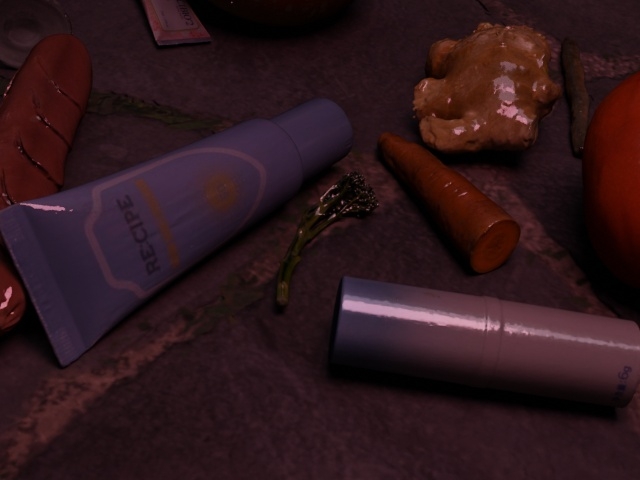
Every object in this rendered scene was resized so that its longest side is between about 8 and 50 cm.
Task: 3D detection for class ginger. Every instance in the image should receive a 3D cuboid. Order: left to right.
[{"bbox_3d":[0.183,-0.170,1.253,0.157,0.102,0.216,-10,42,18],"label":"ginger"}]

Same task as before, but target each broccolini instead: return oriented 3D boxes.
[{"bbox_3d":[-0.006,0.000,1.074,0.052,0.054,0.194,-2,38,35],"label":"broccolini"}]

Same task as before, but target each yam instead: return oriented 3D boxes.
[{"bbox_3d":[0.298,-0.169,1.335,0.027,0.029,0.234,-24,33,25],"label":"yam"}]

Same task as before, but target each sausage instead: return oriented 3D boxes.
[{"bbox_3d":[-0.271,-0.063,1.049,0.088,0.088,0.433,6,40,-5],"label":"sausage"}]

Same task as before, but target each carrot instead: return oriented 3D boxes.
[{"bbox_3d":[0.115,-0.052,1.141,0.061,0.061,0.209,-14,42,-26],"label":"carrot"}]

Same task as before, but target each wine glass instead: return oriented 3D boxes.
[{"bbox_3d":[-0.246,-0.318,1.339,0.264,0.096,0.309,0,40,-9],"label":"wine glass"}]

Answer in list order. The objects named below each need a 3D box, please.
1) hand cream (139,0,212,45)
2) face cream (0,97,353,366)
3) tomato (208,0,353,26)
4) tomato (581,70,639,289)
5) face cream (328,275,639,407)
[{"bbox_3d":[-0.196,-0.299,1.374,0.067,0.043,0.209,-9,49,-27],"label":"hand cream"},{"bbox_3d":[-0.111,-0.036,1.038,0.086,0.135,0.385,-8,18,45],"label":"face cream"},{"bbox_3d":[-0.053,-0.365,1.343,0.270,0.222,0.270,21,24,-10],"label":"tomato"},{"bbox_3d":[0.359,-0.048,1.084,0.260,0.180,0.260,6,43,-6],"label":"tomato"},{"bbox_3d":[0.135,0.084,0.961,0.250,0.077,0.077,9,40,-3],"label":"face cream"}]
